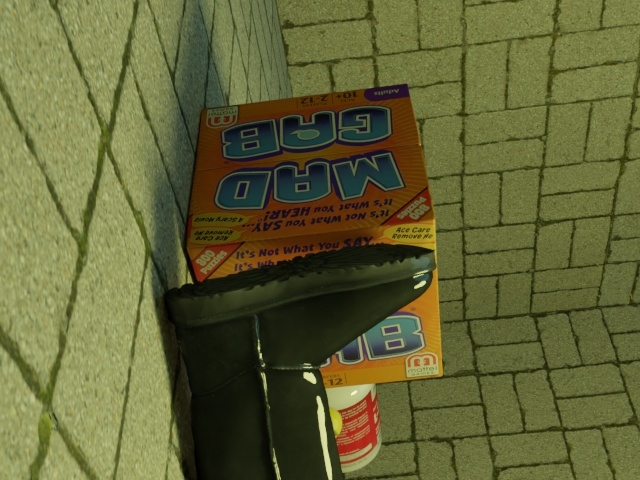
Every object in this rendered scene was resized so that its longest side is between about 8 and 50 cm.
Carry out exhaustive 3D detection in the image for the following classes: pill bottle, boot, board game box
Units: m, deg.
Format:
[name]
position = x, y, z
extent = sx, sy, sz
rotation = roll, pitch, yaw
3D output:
[pill bottle]
position = 0.039, 0.422, 2.358
extent = 0.229, 0.229, 0.407
rotation = -91, 174, -50
[boot]
position = 0.005, 0.248, 1.179
extent = 0.146, 0.367, 0.444
rotation = -149, -131, -74
[board game box]
position = 0.000, 0.000, 1.459
extent = 0.356, 0.357, 0.356
rotation = -93, 175, -47

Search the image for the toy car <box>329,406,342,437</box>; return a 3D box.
[toy car]
position = -0.006, 0.329, 1.845
extent = 0.239, 0.053, 0.224
rotation = 18, 66, -71
